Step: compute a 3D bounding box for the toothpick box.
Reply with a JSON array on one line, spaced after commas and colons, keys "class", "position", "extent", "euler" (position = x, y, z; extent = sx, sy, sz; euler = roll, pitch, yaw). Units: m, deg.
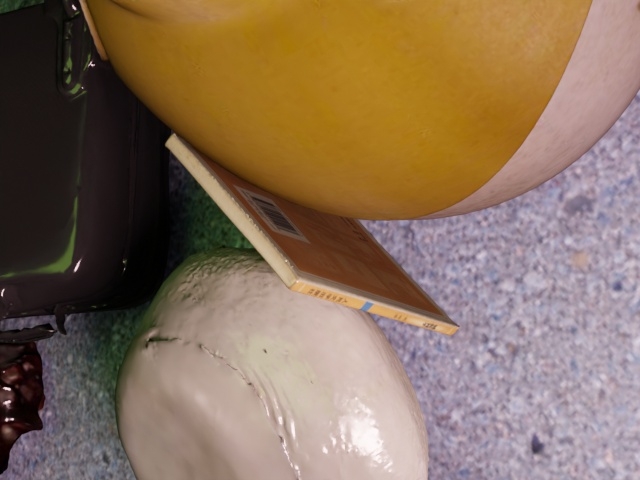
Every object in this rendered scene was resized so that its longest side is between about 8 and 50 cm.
[{"class": "toothpick box", "position": [0.021, -0.229, 0.727], "extent": [0.409, 0.425, 0.408], "euler": [-10, 69, 28]}]

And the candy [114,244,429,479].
[{"class": "candy", "position": [-0.030, 0.138, 0.844], "extent": [0.296, 0.185, 0.295], "euler": [15, 114, 36]}]

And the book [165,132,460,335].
[{"class": "book", "position": [-0.001, 0.001, 0.823], "extent": [0.018, 0.242, 0.170], "euler": [-50, 57, 13]}]

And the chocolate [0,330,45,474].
[{"class": "chocolate", "position": [-0.382, 0.174, 1.142], "extent": [0.177, 0.206, 0.224], "euler": [-23, 72, -19]}]

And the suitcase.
[{"class": "suitcase", "position": [-0.329, -0.066, 1.070], "extent": [0.345, 0.188, 0.339], "euler": [-6, 73, 21]}]
